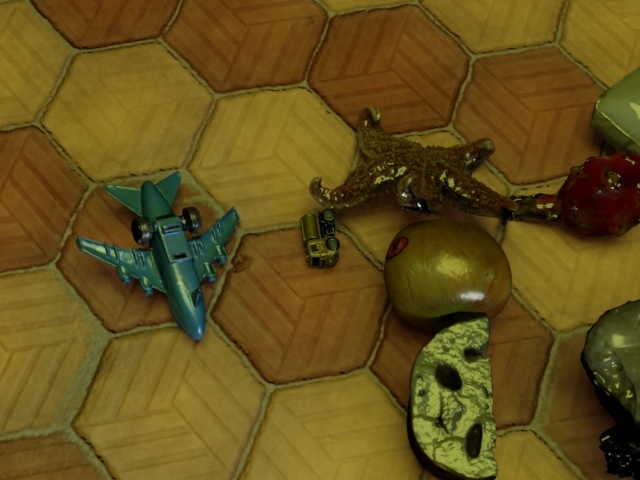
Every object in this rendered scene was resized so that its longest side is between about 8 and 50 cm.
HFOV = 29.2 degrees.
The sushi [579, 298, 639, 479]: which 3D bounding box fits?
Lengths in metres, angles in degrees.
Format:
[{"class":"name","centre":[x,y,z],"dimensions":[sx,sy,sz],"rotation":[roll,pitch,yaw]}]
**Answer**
[{"class":"sushi","centre":[0.488,0.249,1.682],"dimensions":[0.234,0.207,0.348],"rotation":[-32,63,-5]}]

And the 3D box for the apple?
[{"class":"apple","centre":[0.182,0.047,1.779],"dimensions":[0.182,0.182,0.155],"rotation":[-2,60,-4]}]

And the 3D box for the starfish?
[{"class":"starfish","centre":[0.140,-0.100,1.846],"dimensions":[0.312,0.113,0.303],"rotation":[4,28,3]}]

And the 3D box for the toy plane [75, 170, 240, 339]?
[{"class":"toy plane","centre":[-0.221,0.019,1.815],"dimensions":[0.254,0.105,0.271],"rotation":[-13,60,-25]}]

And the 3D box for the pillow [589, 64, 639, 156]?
[{"class":"pillow","centre":[0.612,-0.214,1.962],"dimensions":[0.322,0.120,0.255],"rotation":[-40,74,-23]}]

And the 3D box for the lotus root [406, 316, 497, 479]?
[{"class":"lotus root","centre":[0.188,0.230,1.717],"dimensions":[0.138,0.119,0.235],"rotation":[7,65,0]}]

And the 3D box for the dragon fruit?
[{"class":"dragon fruit","centre":[0.398,-0.061,1.886],"dimensions":[0.246,0.125,0.125],"rotation":[-8,35,9]}]

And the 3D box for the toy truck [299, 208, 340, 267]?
[{"class":"toy truck","centre":[0.000,0.000,1.861],"dimensions":[0.054,0.049,0.083],"rotation":[-7,63,-5]}]
